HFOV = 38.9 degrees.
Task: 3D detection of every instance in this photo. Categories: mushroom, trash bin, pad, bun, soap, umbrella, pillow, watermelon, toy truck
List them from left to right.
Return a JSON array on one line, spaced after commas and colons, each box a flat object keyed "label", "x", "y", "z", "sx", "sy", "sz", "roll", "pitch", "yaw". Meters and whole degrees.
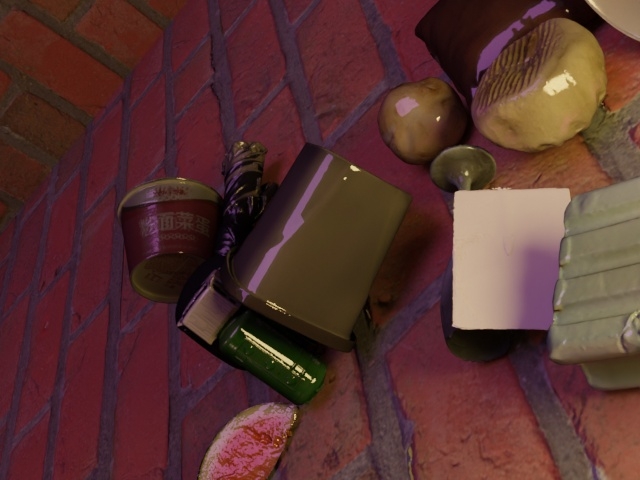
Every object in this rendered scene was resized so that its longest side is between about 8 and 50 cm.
[{"label": "umbrella", "x": -0.160, "y": -0.036, "z": 1.832, "sx": 0.113, "sy": 0.106, "sz": 0.357, "roll": -36, "pitch": 42, "yaw": 50}, {"label": "watermelon", "x": -0.121, "y": 0.348, "z": 1.428, "sx": 0.119, "sy": 0.063, "sz": 0.245, "roll": 31, "pitch": 85, "yaw": 41}, {"label": "toy truck", "x": -0.099, "y": 0.155, "z": 1.403, "sx": 0.101, "sy": 0.242, "sz": 0.125, "roll": -52, "pitch": 5, "yaw": 12}, {"label": "trash bin", "x": 0.000, "y": 0.000, "z": 1.371, "sx": 0.250, "sy": 0.220, "sz": 0.219, "roll": -62, "pitch": 19, "yaw": 3}, {"label": "mushroom", "x": 0.162, "y": -0.192, "z": 1.449, "sx": 0.148, "sy": 0.112, "sz": 0.148, "roll": 2, "pitch": 93, "yaw": 36}, {"label": "pillow", "x": 0.302, "y": -0.366, "z": 1.412, "sx": 0.305, "sy": 0.108, "sz": 0.308, "roll": -42, "pitch": 35, "yaw": 18}, {"label": "pad", "x": 0.244, "y": 0.017, "z": 1.132, "sx": 0.156, "sy": 0.004, "sz": 0.232, "roll": -1, "pitch": 49, "yaw": 10}, {"label": "bun", "x": 0.306, "y": -0.204, "z": 1.235, "sx": 0.178, "sy": 0.128, "sz": 0.193, "roll": -26, "pitch": 31, "yaw": 43}, {"label": "soap", "x": 0.399, "y": 0.021, "z": 0.881, "sx": 0.347, "sy": 0.115, "sz": 0.208, "roll": -20, "pitch": 47, "yaw": 48}]

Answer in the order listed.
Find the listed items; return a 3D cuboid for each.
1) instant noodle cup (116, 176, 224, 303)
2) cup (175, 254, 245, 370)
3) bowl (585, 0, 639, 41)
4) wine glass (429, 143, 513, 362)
[{"label": "instant noodle cup", "x": -0.302, "y": 0.008, "z": 1.869, "sx": 0.235, "sy": 0.235, "sz": 0.178, "roll": -38, "pitch": 45, "yaw": 32}, {"label": "cup", "x": -0.131, "y": 0.114, "z": 1.540, "sx": 0.223, "sy": 0.176, "sz": 0.169, "roll": -24, "pitch": 41, "yaw": 46}, {"label": "bowl", "x": 0.434, "y": -0.382, "z": 1.078, "sx": 0.144, "sy": 0.287, "sz": 0.287, "roll": -44, "pitch": 25, "yaw": -17}, {"label": "wine glass", "x": 0.175, "y": 0.064, "z": 1.272, "sx": 0.264, "sy": 0.096, "sz": 0.309, "roll": 118, "pitch": 161, "yaw": -46}]
